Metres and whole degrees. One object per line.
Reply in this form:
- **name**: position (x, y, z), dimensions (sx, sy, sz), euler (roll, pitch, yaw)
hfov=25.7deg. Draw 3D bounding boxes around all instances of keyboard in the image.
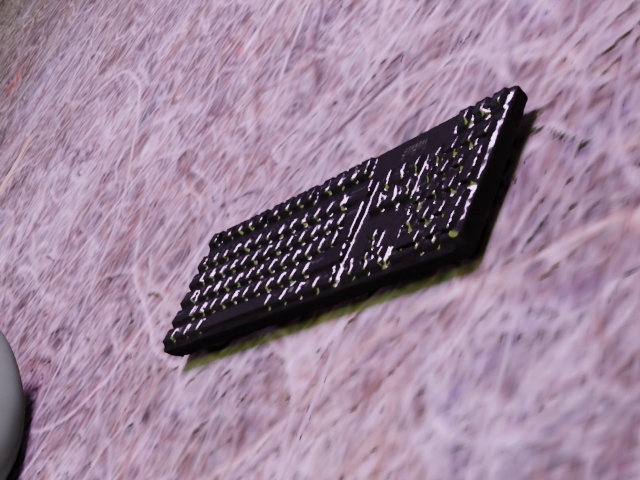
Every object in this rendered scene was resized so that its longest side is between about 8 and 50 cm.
- **keyboard**: position (0.000, 0.000, 0.501), dimensions (0.204, 0.013, 0.061), euler (-24, 38, 57)

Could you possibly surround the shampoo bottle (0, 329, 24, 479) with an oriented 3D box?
- **shampoo bottle**: position (-0.309, 0.178, 0.749), dimensions (0.349, 0.151, 0.222), euler (-49, 27, 19)
